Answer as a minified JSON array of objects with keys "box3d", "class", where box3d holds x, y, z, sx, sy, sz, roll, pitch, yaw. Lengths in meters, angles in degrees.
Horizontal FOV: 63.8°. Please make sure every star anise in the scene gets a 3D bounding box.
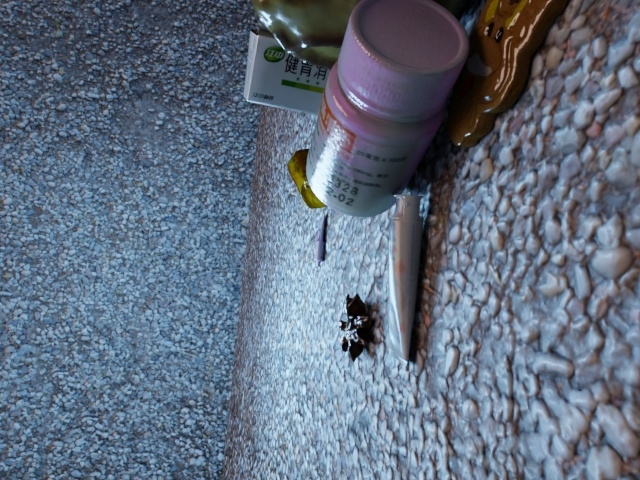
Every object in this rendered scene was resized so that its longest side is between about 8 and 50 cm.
[{"box3d":[0.081,0.206,1.214,0.168,0.057,0.168,177,90,-76],"class":"star anise"}]

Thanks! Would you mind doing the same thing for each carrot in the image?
[{"box3d":[-0.041,-0.214,1.705,0.302,0.114,0.114,-111,32,-56],"class":"carrot"}]

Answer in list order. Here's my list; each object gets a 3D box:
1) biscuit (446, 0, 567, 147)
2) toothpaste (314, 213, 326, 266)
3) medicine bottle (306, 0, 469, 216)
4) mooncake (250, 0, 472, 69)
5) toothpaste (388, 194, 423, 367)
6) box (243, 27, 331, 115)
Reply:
[{"box3d":[0.270,-0.286,0.801,0.186,0.044,0.295,-103,26,-55],"class":"biscuit"},{"box3d":[0.000,0.000,1.617,0.045,0.028,0.170,130,146,-73],"class":"toothpaste"},{"box3d":[0.106,-0.227,0.947,0.388,0.219,0.219,110,160,-60],"class":"medicine bottle"},{"box3d":[0.079,-0.499,0.917,0.394,0.392,0.246,124,152,-61],"class":"mooncake"},{"box3d":[0.160,0.075,0.997,0.100,0.066,0.324,-166,79,-78],"class":"toothpaste"},{"box3d":[-0.040,-0.448,1.398,0.145,0.332,0.173,-104,26,-62],"class":"box"}]
